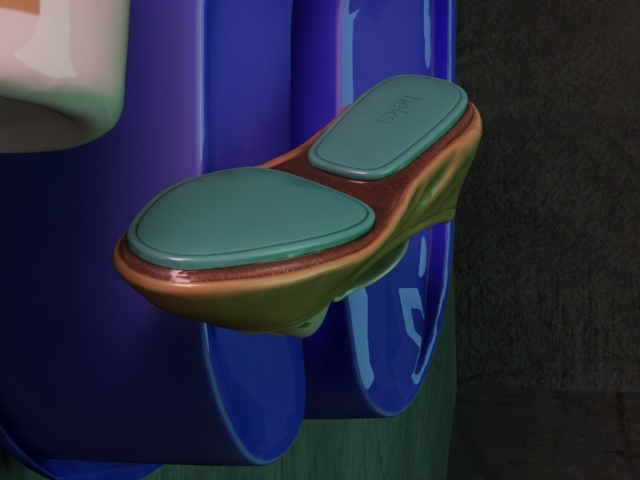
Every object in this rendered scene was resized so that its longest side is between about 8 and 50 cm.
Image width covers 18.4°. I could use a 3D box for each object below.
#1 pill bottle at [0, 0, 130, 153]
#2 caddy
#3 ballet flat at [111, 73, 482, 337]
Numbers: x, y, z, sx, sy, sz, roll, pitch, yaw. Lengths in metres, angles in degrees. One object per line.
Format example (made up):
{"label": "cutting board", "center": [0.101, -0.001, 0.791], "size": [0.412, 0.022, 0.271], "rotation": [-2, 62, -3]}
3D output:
{"label": "pill bottle", "center": [-0.122, -0.150, 0.631], "size": [0.131, 0.131, 0.229], "rotation": [46, 45, -78]}
{"label": "caddy", "center": [-0.065, -0.051, 0.906], "size": [0.241, 0.179, 0.341], "rotation": [-11, 104, -59]}
{"label": "ballet flat", "center": [0.000, 0.000, 0.780], "size": [0.232, 0.080, 0.073], "rotation": [-32, 135, -52]}
